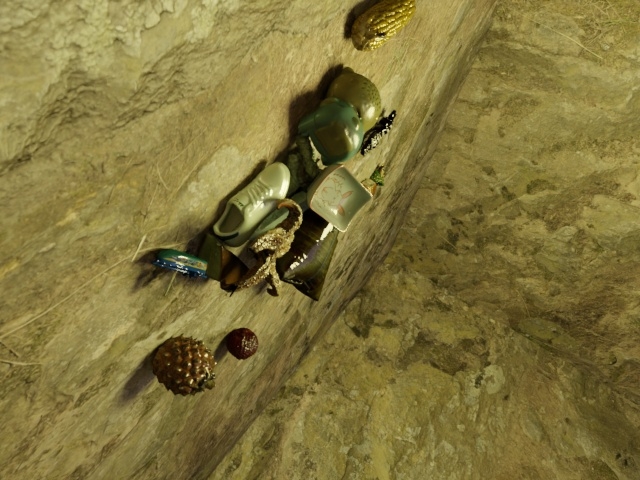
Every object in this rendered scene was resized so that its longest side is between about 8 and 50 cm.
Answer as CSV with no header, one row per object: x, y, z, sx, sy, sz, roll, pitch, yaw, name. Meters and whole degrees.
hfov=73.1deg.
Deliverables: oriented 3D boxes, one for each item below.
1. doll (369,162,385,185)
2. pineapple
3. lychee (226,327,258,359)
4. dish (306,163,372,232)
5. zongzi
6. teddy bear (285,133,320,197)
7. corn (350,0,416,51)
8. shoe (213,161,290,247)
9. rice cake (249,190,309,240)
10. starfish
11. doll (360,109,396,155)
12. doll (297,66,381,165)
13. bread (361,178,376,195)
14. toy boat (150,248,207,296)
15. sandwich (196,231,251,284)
0.277,-0.326,2.122,0.078,0.077,0.113,-176,-91,-81,doll
-0.370,0.359,1.218,0.166,0.193,0.166,-51,159,-29,pineapple
-0.291,0.389,1.626,0.123,0.123,0.129,-50,150,-25,lychee
0.044,-0.133,1.263,0.151,0.077,0.212,-51,141,3,dish
0.000,0.000,1.513,0.403,0.208,0.432,-57,147,-9,zongzi
-0.064,-0.191,1.252,0.213,0.111,0.133,-58,160,-3,teddy bear
0.184,-0.623,1.213,0.293,0.106,0.106,-50,162,-31,corn
-0.179,-0.098,1.123,0.265,0.095,0.110,-56,163,1,shoe
-0.125,-0.067,1.289,0.226,0.040,0.085,-34,162,-1,rice cake
-0.140,0.039,1.148,0.303,0.113,0.312,-55,164,-36,starfish
0.232,-0.436,1.748,0.219,0.067,0.091,-50,166,-8,doll
0.072,-0.357,1.219,0.177,0.161,0.260,49,52,-28,doll
0.222,-0.243,2.046,0.083,0.077,0.070,-39,158,-46,bread
-0.334,0.077,0.991,0.175,0.091,0.110,40,66,-69,toy boat
-0.265,0.068,1.170,0.096,0.094,0.258,-59,163,-13,sandwich
